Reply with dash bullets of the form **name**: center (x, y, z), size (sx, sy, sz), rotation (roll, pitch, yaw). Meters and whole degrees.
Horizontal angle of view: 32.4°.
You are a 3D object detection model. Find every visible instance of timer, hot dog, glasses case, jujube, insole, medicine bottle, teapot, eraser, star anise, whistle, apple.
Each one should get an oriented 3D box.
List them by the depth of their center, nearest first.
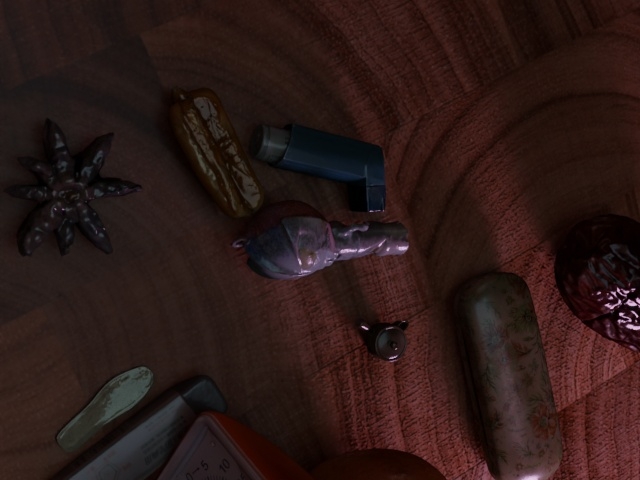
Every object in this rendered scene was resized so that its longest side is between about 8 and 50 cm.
- **star anise**: center (-0.396, -0.070, 1.734), size (0.236, 0.093, 0.229), rotation (-44, 109, -16)
- **timer**: center (-0.154, 0.436, 1.795), size (0.250, 0.161, 0.257), rotation (39, 113, 13)
- **eraser**: center (-0.312, 0.351, 1.825), size (0.352, 0.061, 0.089), rotation (-36, 107, -18)
- **insole**: center (-0.356, 0.276, 1.827), size (0.192, 0.010, 0.063), rotation (-41, 109, -16)
- **hot dog**: center (-0.179, -0.149, 1.834), size (0.102, 0.076, 0.249), rotation (-36, 107, -30)
- **apple**: center (0.089, 0.503, 1.890), size (0.275, 0.299, 0.299), rotation (7, 92, -35)
- **whistle**: center (0.000, -0.001, 1.900), size (0.346, 0.133, 0.142), rotation (-3, 128, -33)
- **medicine bottle**: center (0.004, -0.129, 1.915), size (0.258, 0.079, 0.124), rotation (14, 89, -24)
- **teapot**: center (0.106, 0.163, 1.985), size (0.110, 0.080, 0.085), rotation (36, 80, -23)
- **glasses case**: center (0.358, 0.267, 2.097), size (0.156, 0.098, 0.425), rotation (-18, 101, -24)
- **jujube**: center (0.602, 0.093, 2.149), size (0.342, 0.216, 0.216), rotation (42, 77, -27)
